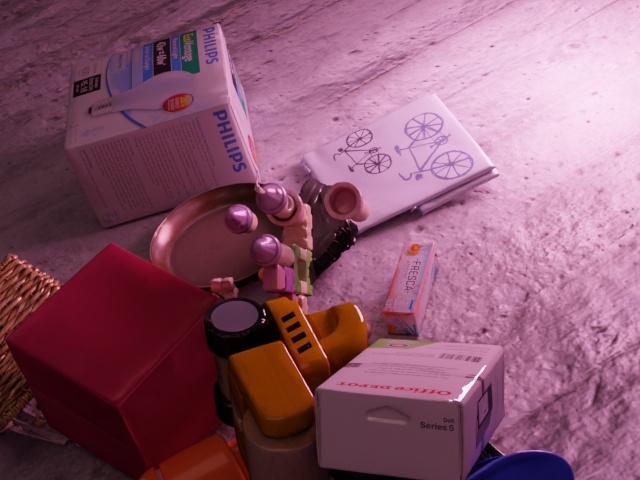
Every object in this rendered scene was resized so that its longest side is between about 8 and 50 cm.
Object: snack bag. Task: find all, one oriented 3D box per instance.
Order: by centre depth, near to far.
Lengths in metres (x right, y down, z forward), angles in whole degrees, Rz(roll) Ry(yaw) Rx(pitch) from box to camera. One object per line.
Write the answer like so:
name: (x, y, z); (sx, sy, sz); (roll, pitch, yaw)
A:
snack bag: (0.152, -0.152, 2.190); (0.342, 0.037, 0.323); (-26, 41, -2)

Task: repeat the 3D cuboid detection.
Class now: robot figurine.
robot figurine: (-0.190, 0.382, 1.636); (0.219, 0.128, 0.158); (-27, 40, -11)

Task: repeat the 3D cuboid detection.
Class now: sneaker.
sneaker: (0.000, 0.000, 2.011); (0.130, 0.109, 0.286); (7, 56, 17)

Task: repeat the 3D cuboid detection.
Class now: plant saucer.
plant saucer: (-0.190, -0.001, 2.133); (0.310, 0.050, 0.311); (-9, 41, 8)

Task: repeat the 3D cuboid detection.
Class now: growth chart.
growth chart: (-0.475, 0.297, 1.919); (0.237, 0.021, 0.172); (5, 44, 23)

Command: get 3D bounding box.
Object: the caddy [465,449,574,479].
caddy: (0.227, 0.423, 1.391); (0.341, 0.179, 0.241); (-29, 73, -14)

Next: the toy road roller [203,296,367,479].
toy road roller: (-0.022, 0.217, 1.563); (0.240, 0.203, 0.329); (-14, 38, -14)

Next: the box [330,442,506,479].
box: (0.134, 0.334, 1.597); (0.184, 0.103, 0.261); (-31, 42, -20)

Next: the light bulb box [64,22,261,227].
light bulb box: (-0.347, -0.259, 2.344); (0.361, 0.225, 0.358); (-16, 40, 3)

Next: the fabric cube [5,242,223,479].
fabric cube: (-0.309, 0.209, 1.764); (0.258, 0.259, 0.254); (23, 53, 29)

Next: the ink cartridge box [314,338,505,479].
ink cartridge box: (0.131, 0.225, 1.461); (0.198, 0.115, 0.273); (2, 10, 21)

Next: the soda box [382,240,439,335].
soda box: (0.163, 0.084, 1.900); (0.058, 0.063, 0.183); (2, 44, 21)

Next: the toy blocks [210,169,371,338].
toy blocks: (-0.082, 0.047, 1.800); (0.308, 0.260, 0.289); (-3, 82, 16)

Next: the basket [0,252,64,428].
basket: (-0.559, 0.218, 1.920); (0.223, 0.213, 0.299); (29, 51, 7)
